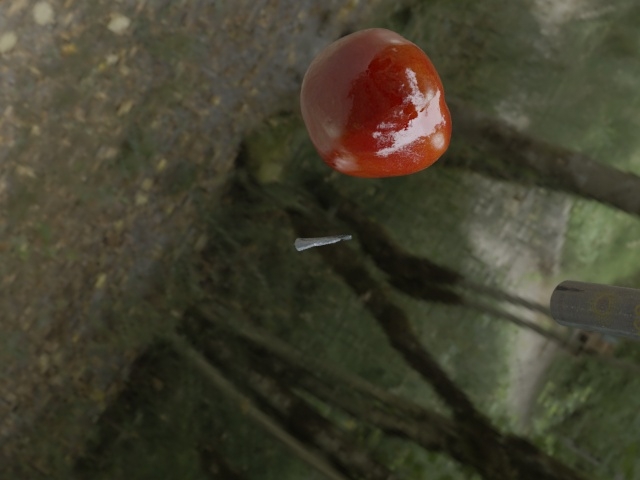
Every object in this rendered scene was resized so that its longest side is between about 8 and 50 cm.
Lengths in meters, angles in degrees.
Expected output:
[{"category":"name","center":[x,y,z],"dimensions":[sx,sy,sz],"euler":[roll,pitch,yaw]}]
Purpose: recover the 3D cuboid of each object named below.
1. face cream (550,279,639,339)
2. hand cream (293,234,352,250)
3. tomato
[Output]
[{"category":"face cream","center":[0.454,0.106,1.799],"dimensions":[0.073,0.073,0.283],"euler":[-54,-152,-17]},{"category":"hand cream","center":[0.000,0.000,1.781],"dimensions":[0.030,0.093,0.019],"euler":[-14,93,-57]},{"category":"tomato","center":[0.088,-0.236,2.238],"dimensions":[0.226,0.299,0.299],"euler":[-32,157,-17]}]
